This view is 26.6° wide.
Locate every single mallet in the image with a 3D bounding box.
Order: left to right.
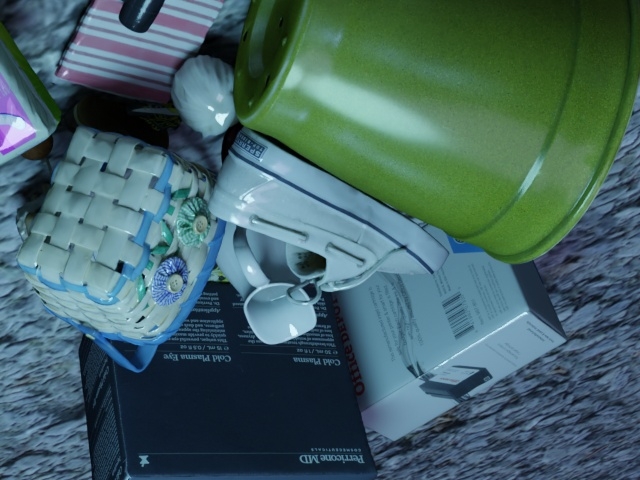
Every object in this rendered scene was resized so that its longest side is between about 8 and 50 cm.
[{"bbox_3d":[-0.260,-0.277,1.448,0.189,0.039,0.062,15,124,-16],"label":"mallet"}]

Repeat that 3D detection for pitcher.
[{"bbox_3d":[-0.083,0.004,1.742,0.125,0.207,0.178,-20,141,4],"label":"pitcher"}]

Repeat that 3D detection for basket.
[{"bbox_3d":[-0.217,0.013,1.595,0.201,0.255,0.289,18,169,15],"label":"basket"}]

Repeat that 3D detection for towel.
[{"bbox_3d":[-0.203,-0.244,1.544,0.144,0.029,0.197,11,131,-32],"label":"towel"}]

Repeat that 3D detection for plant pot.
[{"bbox_3d":[0.103,-0.195,1.499,0.353,0.366,0.366,16,132,-19],"label":"plant pot"}]

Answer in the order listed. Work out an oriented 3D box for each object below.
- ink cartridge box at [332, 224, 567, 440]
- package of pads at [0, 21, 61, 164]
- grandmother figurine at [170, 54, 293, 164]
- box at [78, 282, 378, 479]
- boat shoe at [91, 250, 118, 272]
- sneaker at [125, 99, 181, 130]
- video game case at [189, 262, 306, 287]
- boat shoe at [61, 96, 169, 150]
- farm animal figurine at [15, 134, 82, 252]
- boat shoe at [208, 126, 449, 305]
[{"bbox_3d":[0.167,0.113,1.957,0.307,0.223,0.129,-33,140,20],"label":"ink cartridge box"},{"bbox_3d":[-0.441,-0.182,1.379,0.229,0.101,0.296,-27,113,9],"label":"package of pads"},{"bbox_3d":[-0.047,-0.129,1.664,0.342,0.104,0.208,26,92,-43],"label":"grandmother figurine"},{"bbox_3d":[-0.137,0.232,1.846,0.343,0.312,0.179,4,138,-21],"label":"box"},{"bbox_3d":[-0.302,0.031,1.838,0.035,0.035,0.100,6,148,14],"label":"boat shoe"},{"bbox_3d":[-0.199,-0.149,1.637,0.083,0.031,0.035,0,114,-39],"label":"sneaker"},{"bbox_3d":[-0.124,0.072,1.942,0.210,0.042,0.232,-5,140,-15],"label":"video game case"},{"bbox_3d":[-0.247,-0.137,1.639,0.049,0.056,0.152,-11,159,36],"label":"boat shoe"},{"bbox_3d":[-0.456,-0.030,1.586,0.330,0.172,0.327,-13,142,-5],"label":"farm animal figurine"},{"bbox_3d":[0.004,0.003,1.619,0.367,0.136,0.156,26,97,-47],"label":"boat shoe"}]
